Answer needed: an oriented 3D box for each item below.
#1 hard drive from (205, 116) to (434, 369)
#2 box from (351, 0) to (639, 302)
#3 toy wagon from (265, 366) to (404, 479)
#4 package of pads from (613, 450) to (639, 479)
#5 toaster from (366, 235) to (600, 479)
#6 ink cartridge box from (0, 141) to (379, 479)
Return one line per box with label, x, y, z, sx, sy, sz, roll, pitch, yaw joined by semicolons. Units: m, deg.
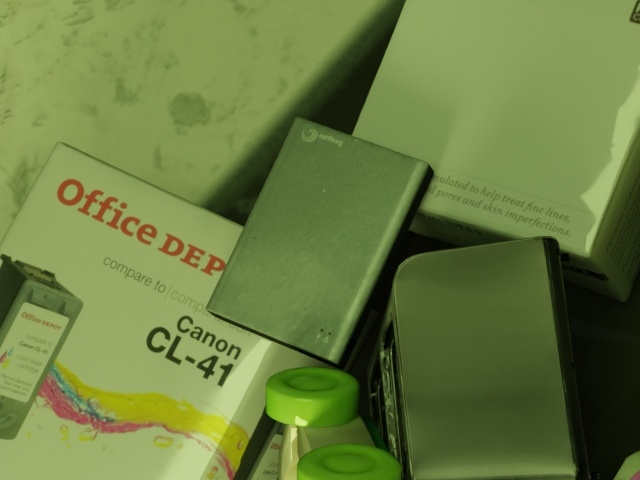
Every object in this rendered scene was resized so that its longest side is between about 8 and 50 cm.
hard drive;0.000;0.000;1.123;0.094;0.022;0.135;21;80;23
box;0.135;-0.080;1.179;0.181;0.119;0.181;19;81;25
toy wagon;0.017;0.236;1.019;0.068;0.344;0.267;-3;107;-9
package of pads;0.213;0.298;1.045;0.229;0.101;0.296;28;86;26
toaster;0.093;0.108;1.101;0.110;0.168;0.185;-3;69;-5
ink cartridge box;-0.139;0.120;1.217;0.226;0.131;0.306;25;84;25
